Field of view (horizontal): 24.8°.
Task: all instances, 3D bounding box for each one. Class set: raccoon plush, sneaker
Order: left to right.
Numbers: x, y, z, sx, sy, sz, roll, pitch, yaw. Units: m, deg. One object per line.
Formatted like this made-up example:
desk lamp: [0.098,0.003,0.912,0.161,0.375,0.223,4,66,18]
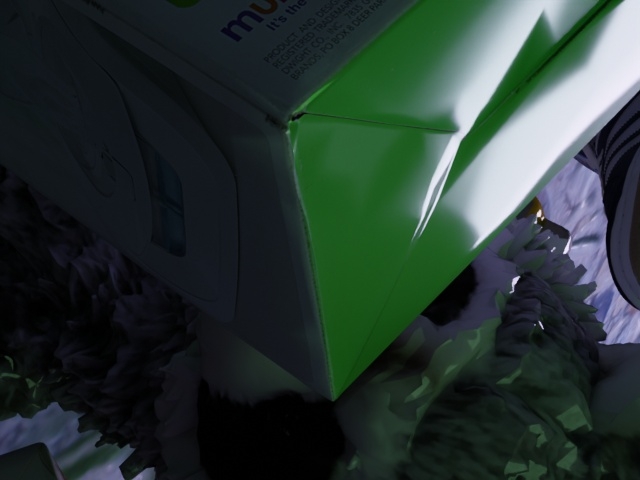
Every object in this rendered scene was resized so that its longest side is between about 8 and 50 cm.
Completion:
raccoon plush: [0.054,0.059,0.645,0.446,0.299,0.216,16,109,-57]
sneaker: [0.208,-0.041,0.957,0.153,0.099,0.282,-29,-154,46]

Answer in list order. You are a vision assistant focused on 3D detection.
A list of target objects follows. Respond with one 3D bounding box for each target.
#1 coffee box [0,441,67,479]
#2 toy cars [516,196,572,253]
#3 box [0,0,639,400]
coffee box: [-0.128,0.214,0.682,0.098,0.141,0.246,-19,149,-6]
toy cars: [0.126,-0.084,0.865,0.176,0.087,0.393,-31,140,-51]
box: [-0.002,-0.127,0.453,0.262,0.231,0.127,-44,150,-25]
